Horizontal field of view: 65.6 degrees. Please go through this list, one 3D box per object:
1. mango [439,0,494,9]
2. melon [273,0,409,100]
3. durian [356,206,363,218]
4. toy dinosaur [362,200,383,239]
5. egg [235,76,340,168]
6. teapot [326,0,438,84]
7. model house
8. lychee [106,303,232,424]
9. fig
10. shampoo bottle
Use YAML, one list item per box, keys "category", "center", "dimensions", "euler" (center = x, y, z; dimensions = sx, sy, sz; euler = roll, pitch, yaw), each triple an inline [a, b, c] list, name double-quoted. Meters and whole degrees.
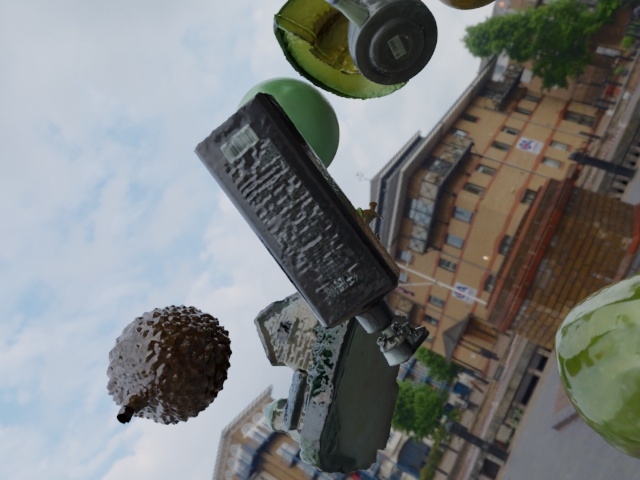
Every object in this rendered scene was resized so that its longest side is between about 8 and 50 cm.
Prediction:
- category: "mango"
  center: [0.321, -0.561, 1.087]
  dimensions: [0.089, 0.163, 0.111]
  euler: [-76, 11, -58]
- category: "melon"
  center: [0.053, -0.383, 0.956]
  dimensions: [0.129, 0.265, 0.169]
  euler: [120, 173, -71]
- category: "durian"
  center: [0.035, -0.006, 1.216]
  dimensions: [0.107, 0.132, 0.375]
  euler: [-24, -8, -26]
- category: "toy dinosaur"
  center: [0.110, -0.061, 1.354]
  dimensions: [0.162, 0.126, 0.039]
  euler: [6, -31, -34]
- category: "egg"
  center: [-0.074, -0.234, 1.055]
  dimensions: [0.221, 0.269, 0.220]
  euler: [-11, -49, -13]
- category: "teapot"
  center: [0.067, -0.274, 0.647]
  dimensions: [0.149, 0.108, 0.111]
  euler: [-3, -46, -16]
- category: "model house"
  center: [-0.009, 0.260, 0.979]
  dimensions: [0.243, 0.285, 0.298]
  euler: [22, -101, -47]
- category: "lychee"
  center: [-0.241, 0.196, 0.783]
  dimensions: [0.238, 0.200, 0.199]
  euler: [-47, -27, -61]
- category: "fig"
  center: [0.305, 0.105, 0.437]
  dimensions: [0.167, 0.167, 0.233]
  euler: [-57, -20, -21]
- category: "shampoo bottle"
  center: [0.000, 0.001, 0.523]
  dimensions: [0.098, 0.309, 0.071]
  euler: [-35, 2, 17]
